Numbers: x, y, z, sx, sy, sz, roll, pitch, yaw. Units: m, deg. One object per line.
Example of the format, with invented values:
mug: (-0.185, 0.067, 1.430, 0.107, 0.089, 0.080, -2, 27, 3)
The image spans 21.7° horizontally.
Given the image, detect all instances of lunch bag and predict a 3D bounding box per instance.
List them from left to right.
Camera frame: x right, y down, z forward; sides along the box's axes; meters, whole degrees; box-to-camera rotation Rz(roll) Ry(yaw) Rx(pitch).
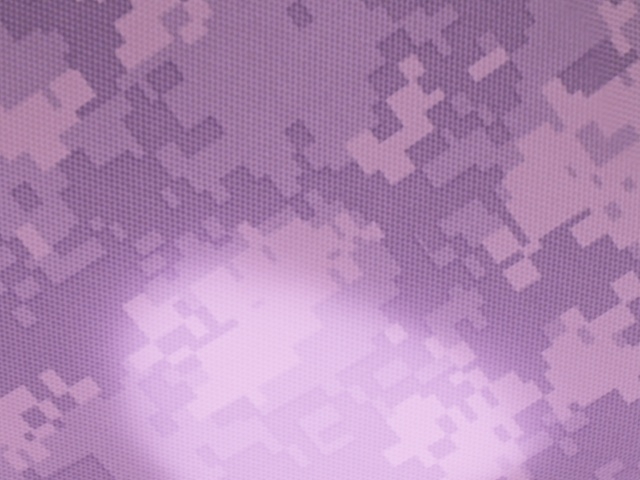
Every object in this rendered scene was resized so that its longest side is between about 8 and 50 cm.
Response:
lunch bag: (0.000, 0.000, 0.401, 0.235, 0.169, 0.287, -33, 107, 11)
